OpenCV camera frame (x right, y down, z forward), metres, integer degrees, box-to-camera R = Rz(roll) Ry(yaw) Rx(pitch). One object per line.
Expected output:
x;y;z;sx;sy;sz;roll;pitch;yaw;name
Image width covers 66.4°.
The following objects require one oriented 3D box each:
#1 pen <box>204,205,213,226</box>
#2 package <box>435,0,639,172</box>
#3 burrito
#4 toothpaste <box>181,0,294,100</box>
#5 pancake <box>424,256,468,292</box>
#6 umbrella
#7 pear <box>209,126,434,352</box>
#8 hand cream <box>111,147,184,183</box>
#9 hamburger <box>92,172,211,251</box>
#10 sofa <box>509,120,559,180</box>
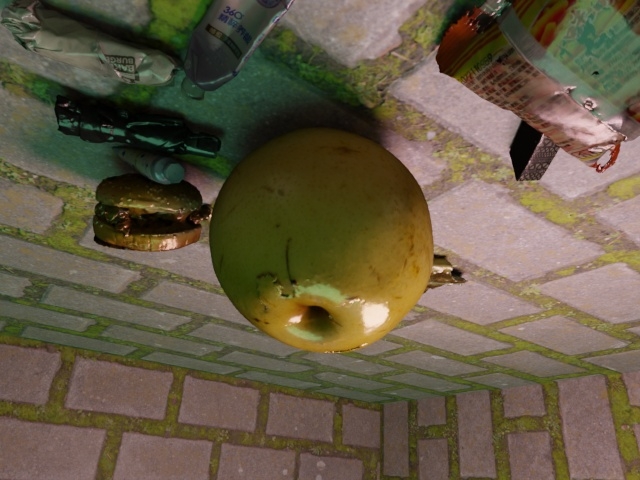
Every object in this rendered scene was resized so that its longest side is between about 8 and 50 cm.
-0.201;0.003;1.056;0.040;0.032;0.233;17;151;27;pen
0.296;-0.195;0.528;0.288;0.108;0.223;24;142;-15;package
-0.272;-0.232;0.597;0.203;0.064;0.064;15;151;-22;burrito
-0.084;-0.253;0.549;0.075;0.048;0.301;25;144;-28;toothpaste
0.155;0.117;1.250;0.305;0.066;0.427;11;152;-31;pancake
-0.269;-0.164;0.736;0.236;0.059;0.066;9;173;-15;umbrella
0.000;0.000;0.746;0.349;0.347;0.348;3;153;2;pear
-0.273;-0.122;0.784;0.171;0.043;0.065;22;169;43;hand cream
-0.283;-0.053;0.837;0.191;0.117;0.182;6;-162;-18;hamburger
0.310;-0.141;0.701;0.039;0.060;0.118;-5;152;0;sofa
